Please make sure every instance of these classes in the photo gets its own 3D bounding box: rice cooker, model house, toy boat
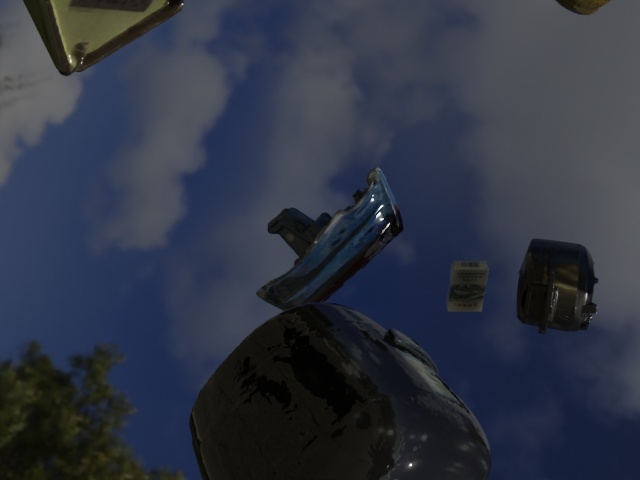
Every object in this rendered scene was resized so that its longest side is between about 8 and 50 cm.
[{"bbox_3d":[0.315,0.060,1.617,0.165,0.106,0.112,-79,175,-68],"label":"rice cooker"},{"bbox_3d":[0.024,0.207,1.135,0.267,0.267,0.224,-56,-132,17],"label":"rice cooker"},{"bbox_3d":[-0.249,-0.224,1.034,0.279,0.204,0.218,-46,-118,33],"label":"model house"},{"bbox_3d":[0.000,0.000,1.728,0.309,0.142,0.129,-45,179,37],"label":"toy boat"}]

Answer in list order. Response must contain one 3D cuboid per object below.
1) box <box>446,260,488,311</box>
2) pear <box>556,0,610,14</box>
[{"bbox_3d":[0.219,0.069,1.802,0.024,0.054,0.083,-98,-171,-52],"label":"box"},{"bbox_3d":[0.451,-0.465,2.008,0.167,0.136,0.167,-47,-170,11],"label":"pear"}]
